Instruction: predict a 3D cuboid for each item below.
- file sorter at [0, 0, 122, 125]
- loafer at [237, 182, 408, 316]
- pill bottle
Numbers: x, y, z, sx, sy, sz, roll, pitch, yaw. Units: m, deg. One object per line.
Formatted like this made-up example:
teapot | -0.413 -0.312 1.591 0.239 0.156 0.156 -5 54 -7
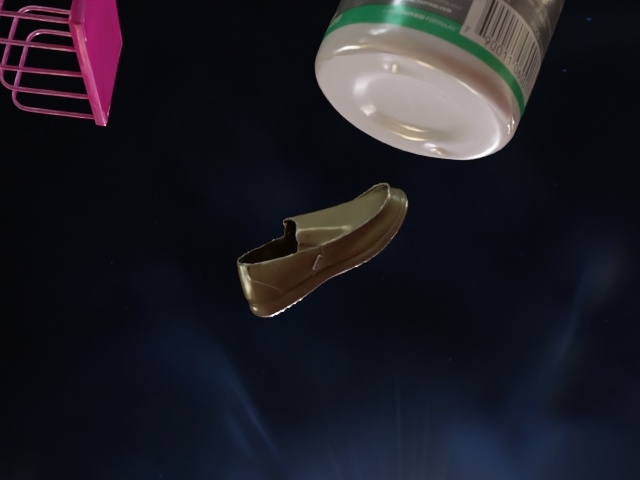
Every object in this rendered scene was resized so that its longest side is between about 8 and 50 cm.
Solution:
file sorter | -0.464 -0.369 1.078 0.182 0.290 0.202 5 -112 -9
loafer | 0.000 0.000 0.471 0.148 0.056 0.050 -37 -65 -4
pill bottle | 0.152 -0.283 0.633 0.204 0.204 0.361 30 -105 -25
